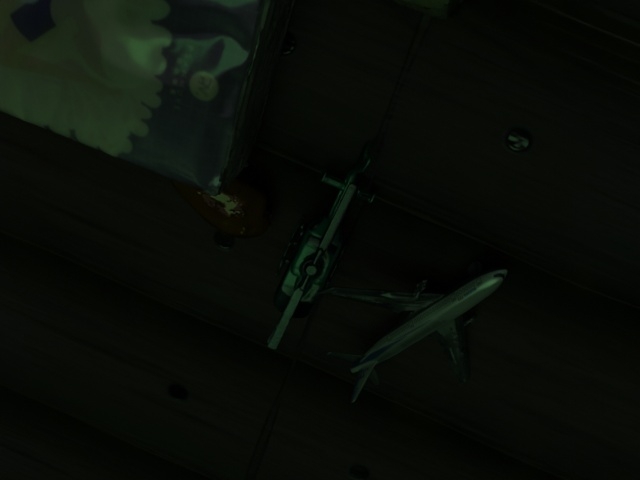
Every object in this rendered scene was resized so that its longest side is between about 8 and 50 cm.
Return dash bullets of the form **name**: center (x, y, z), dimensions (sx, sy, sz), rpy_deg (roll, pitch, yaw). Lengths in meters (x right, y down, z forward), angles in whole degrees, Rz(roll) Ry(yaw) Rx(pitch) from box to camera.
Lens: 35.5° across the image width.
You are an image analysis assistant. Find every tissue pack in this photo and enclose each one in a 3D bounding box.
- **tissue pack**: center (-0.211, -0.214, 0.959), dimensions (0.344, 0.125, 0.242), rpy_deg (21, 124, 5)

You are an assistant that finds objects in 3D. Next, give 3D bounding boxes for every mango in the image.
- **mango**: center (-0.108, -0.049, 1.063), dimensions (0.127, 0.063, 0.077), rpy_deg (37, 132, -4)

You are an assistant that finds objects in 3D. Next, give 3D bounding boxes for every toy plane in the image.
- **toy plane**: center (0.107, 0.088, 1.062), dimensions (0.226, 0.058, 0.226), rpy_deg (35, 115, -29)
- **toy plane**: center (0.000, 0.000, 1.040), dimensions (0.060, 0.096, 0.235), rpy_deg (25, 106, -1)

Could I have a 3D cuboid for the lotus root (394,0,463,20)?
- **lotus root**: center (0.077, -0.269, 0.865), dimensions (0.144, 0.070, 0.143), rpy_deg (16, 123, 9)
